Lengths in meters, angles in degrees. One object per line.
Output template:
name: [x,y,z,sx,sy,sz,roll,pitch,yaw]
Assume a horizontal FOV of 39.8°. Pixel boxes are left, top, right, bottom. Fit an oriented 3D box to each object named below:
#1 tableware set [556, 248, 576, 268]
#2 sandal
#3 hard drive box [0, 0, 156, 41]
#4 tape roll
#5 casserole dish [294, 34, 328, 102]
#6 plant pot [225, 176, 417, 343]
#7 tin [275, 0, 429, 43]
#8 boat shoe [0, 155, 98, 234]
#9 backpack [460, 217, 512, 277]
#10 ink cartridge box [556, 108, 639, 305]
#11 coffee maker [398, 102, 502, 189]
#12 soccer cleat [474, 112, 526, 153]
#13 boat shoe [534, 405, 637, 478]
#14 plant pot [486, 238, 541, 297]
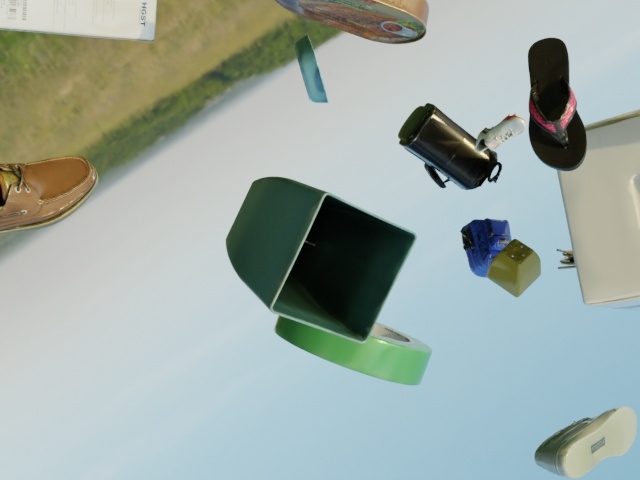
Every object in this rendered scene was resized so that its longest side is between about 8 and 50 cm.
tableware set: [0.596,0.022,1.843,0.194,0.039,0.128,-6,-173,22]
sandal: [0.284,-0.171,1.087,0.067,0.179,0.040,-10,165,17]
hard drive box: [-0.327,-0.356,1.136,0.232,0.181,0.089,-6,-162,-44]
tape roll: [0.066,0.202,1.810,0.321,0.321,0.077,-157,-94,-78]
casserole dish: [-0.020,-0.329,1.714,0.037,0.114,0.188,-16,-153,2]
plant pot: [-0.025,0.006,1.228,0.234,0.166,0.165,30,-84,54]
tin: [0.036,-0.275,1.012,0.106,0.190,0.040,179,-75,-69]
boat shoe: [-0.527,-0.076,1.515,0.307,0.110,0.104,-28,157,-22]
backpack: [0.365,0.016,1.915,0.098,0.120,0.101,3,159,-20]
ink cartridge box: [0.546,-0.034,1.503,0.166,0.285,0.395,-15,167,29]
coffee maker: [0.265,-0.194,1.802,0.120,0.178,0.171,-63,-160,-17]
soccer cleat: [0.214,-0.126,1.058,0.035,0.029,0.083,-57,-162,-22]
boat shoe: [0.432,0.321,1.444,0.228,0.079,0.081,-13,-170,-40]
plant pot: [0.389,0.045,1.762,0.081,0.081,0.083,-40,149,-24]
